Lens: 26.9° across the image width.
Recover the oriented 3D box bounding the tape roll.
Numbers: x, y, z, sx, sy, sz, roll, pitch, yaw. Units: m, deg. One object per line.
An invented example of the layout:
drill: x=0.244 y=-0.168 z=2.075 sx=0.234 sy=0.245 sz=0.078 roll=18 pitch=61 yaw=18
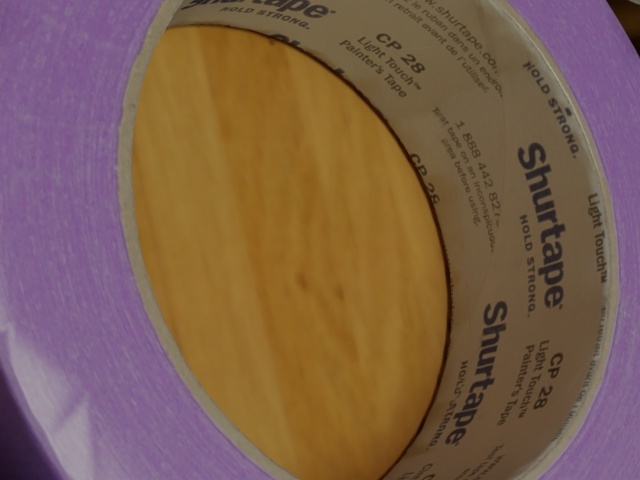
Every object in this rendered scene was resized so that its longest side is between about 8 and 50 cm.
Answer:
tape roll: x=0.000 y=0.000 z=0.441 sx=0.275 sy=0.090 sz=0.275 roll=11 pitch=71 yaw=-33

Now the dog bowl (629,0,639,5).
dog bowl: x=0.189 y=-0.247 z=0.511 sx=0.102 sy=0.349 sz=0.349 roll=-3 pitch=76 yaw=-71
